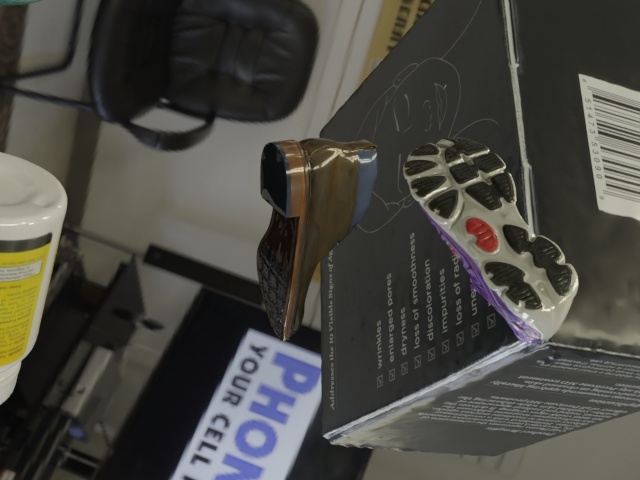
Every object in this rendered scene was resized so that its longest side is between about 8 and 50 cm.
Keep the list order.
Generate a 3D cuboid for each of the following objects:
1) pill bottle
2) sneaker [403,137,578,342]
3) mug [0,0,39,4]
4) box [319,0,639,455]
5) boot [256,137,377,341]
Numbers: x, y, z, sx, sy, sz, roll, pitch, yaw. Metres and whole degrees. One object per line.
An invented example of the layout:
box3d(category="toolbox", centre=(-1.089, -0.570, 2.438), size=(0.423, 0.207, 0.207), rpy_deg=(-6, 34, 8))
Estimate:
box3d(category="pill bottle", centre=(-0.293, 0.039, 0.785), size=(0.119, 0.119, 0.208), rpy_deg=(-53, 166, -62))
box3d(category="sneaker", centre=(0.108, 0.000, 0.634), size=(0.071, 0.068, 0.170), rpy_deg=(88, -20, -56))
box3d(category="mug", centre=(-0.258, -0.247, 0.733), size=(0.157, 0.097, 0.129), rpy_deg=(-60, 147, -43))
box3d(category="box", centre=(0.219, -0.016, 1.150), size=(0.472, 0.298, 0.479), rpy_deg=(-39, -135, 55))
box3d(category="boot", centre=(0.000, 0.000, 0.899), size=(0.106, 0.082, 0.219), rpy_deg=(-13, 127, -25))
